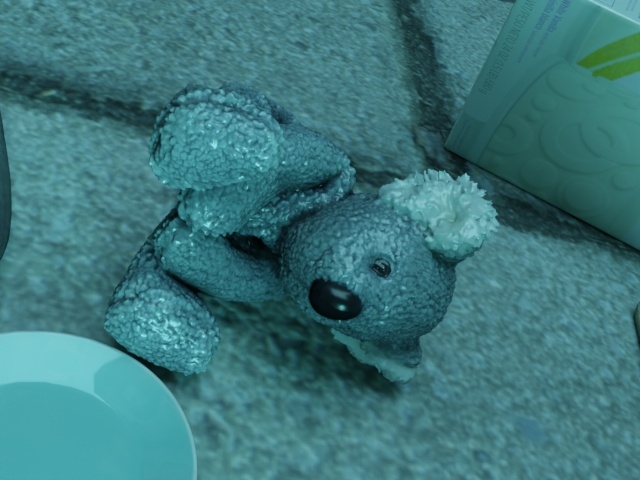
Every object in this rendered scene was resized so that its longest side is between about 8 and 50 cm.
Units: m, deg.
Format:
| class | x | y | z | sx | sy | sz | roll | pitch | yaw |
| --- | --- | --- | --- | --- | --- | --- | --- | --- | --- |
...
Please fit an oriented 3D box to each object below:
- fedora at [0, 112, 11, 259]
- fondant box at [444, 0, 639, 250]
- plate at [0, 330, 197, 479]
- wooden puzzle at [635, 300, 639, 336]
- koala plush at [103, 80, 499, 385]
| class | x | y | z | sx | sy | sz | roll | pitch | yaw |
| --- | --- | --- | --- | --- | --- | --- | --- | --- | --- |
| fedora | -0.307 | -0.078 | 0.499 | 0.124 | 0.243 | 0.275 | -19 | 54 | -4 |
| fondant box | 0.328 | -0.128 | 0.804 | 0.330 | 0.238 | 0.096 | 28 | 51 | 7 |
| plate | -0.166 | 0.130 | 0.443 | 0.188 | 0.024 | 0.188 | 13 | 40 | -11 |
| wooden puzzle | 0.401 | 0.150 | 0.667 | 0.221 | 0.044 | 0.238 | 16 | 39 | 1 |
| koala plush | 0.000 | 0.000 | 0.552 | 0.221 | 0.196 | 0.203 | 22 | 24 | 5 |
